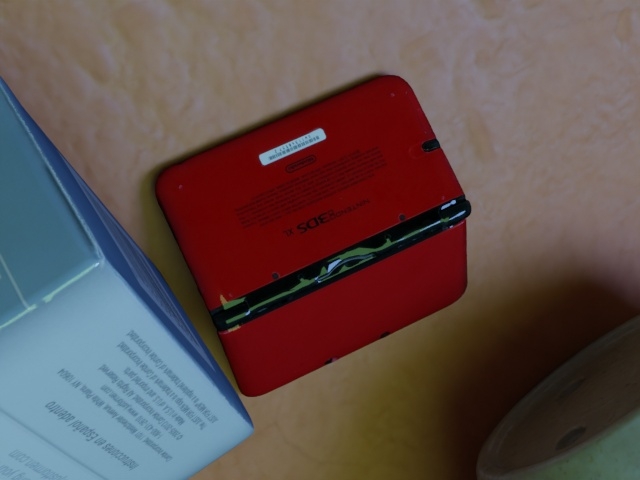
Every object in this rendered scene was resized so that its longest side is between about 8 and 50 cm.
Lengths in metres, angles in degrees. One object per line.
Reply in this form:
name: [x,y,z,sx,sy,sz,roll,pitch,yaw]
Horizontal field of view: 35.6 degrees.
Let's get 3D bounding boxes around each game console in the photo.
game console: [0.000,0.000,0.534,0.144,0.085,0.124,-25,84,-10]

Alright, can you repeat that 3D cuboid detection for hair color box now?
hair color box: [-0.229,0.114,0.394,0.374,0.113,0.185,-34,150,-6]

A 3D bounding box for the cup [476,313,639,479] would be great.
cup: [0.222,0.167,0.534,0.331,0.331,0.237,-37,89,-4]
